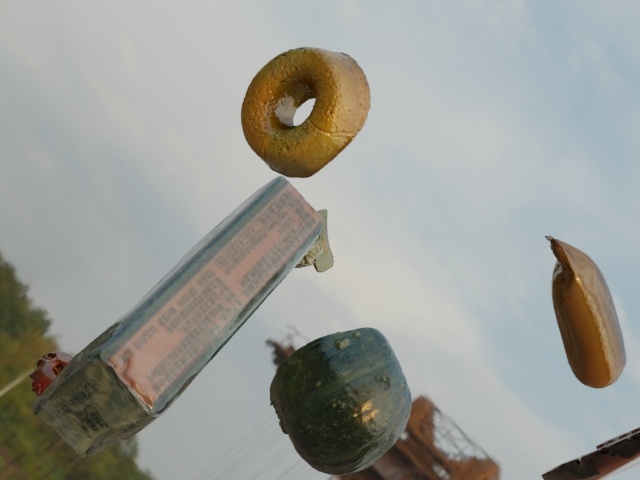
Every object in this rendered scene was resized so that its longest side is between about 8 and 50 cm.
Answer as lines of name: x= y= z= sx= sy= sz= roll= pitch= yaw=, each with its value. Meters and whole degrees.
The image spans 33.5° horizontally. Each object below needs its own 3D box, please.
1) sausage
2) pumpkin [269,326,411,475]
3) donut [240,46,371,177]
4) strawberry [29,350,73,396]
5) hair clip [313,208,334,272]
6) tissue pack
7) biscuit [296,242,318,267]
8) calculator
sausage: x=0.450 y=0.113 z=1.828 sx=0.112 sy=0.112 sz=0.328 roll=24 pitch=-36 yaw=54
pumpkin: x=0.057 y=0.327 z=2.017 sx=0.293 sy=0.263 sz=0.197 roll=76 pitch=-13 yaw=-53
donut: x=-0.044 y=-0.287 z=2.289 sx=0.303 sy=0.303 sz=0.110 roll=39 pitch=10 yaw=33
strawberry: x=-0.491 y=0.258 z=2.005 sx=0.152 sy=0.104 sz=0.048 roll=27 pitch=-46 yaw=41
hair clip: x=-0.001 y=-0.001 z=2.162 sx=0.022 sy=0.054 sz=0.137 roll=27 pitch=-46 yaw=48
tissue pack: x=-0.151 y=0.085 z=1.163 sx=0.103 sy=0.316 sz=0.228 roll=46 pitch=-38 yaw=-4
biscuit: x=-0.067 y=0.016 z=1.932 sx=0.168 sy=0.082 sz=0.070 roll=-174 pitch=-88 yaw=-67
calculator: x=0.451 y=0.267 z=1.431 sx=0.048 sy=0.220 sz=0.330 roll=68 pitch=-30 yaw=20
